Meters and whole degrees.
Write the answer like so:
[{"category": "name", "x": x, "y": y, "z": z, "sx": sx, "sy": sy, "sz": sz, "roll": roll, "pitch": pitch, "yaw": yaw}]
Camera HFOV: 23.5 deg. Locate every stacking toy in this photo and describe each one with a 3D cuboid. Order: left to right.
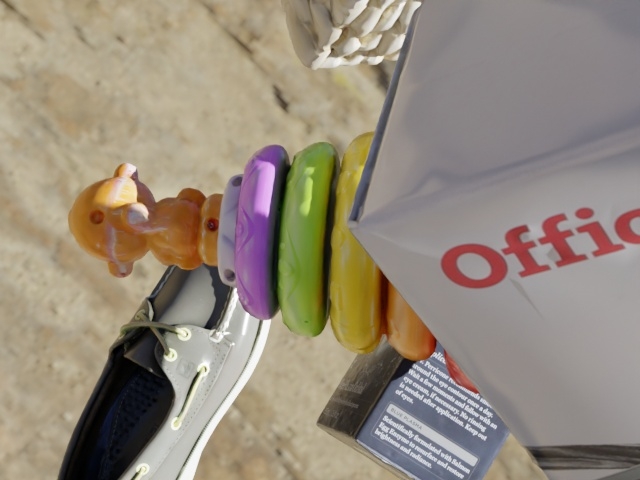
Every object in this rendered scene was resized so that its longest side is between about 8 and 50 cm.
[{"category": "stacking toy", "x": 0.000, "y": 0.000, "z": 0.904, "sx": 0.302, "sy": 0.175, "sz": 0.166, "roll": 4, "pitch": 1, "yaw": 6}]

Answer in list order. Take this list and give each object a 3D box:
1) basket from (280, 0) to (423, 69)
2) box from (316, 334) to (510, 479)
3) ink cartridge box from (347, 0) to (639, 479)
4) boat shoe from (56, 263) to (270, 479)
[{"category": "basket", "x": 0.107, "y": -0.291, "z": 0.805, "sx": 0.267, "sy": 0.328, "sz": 0.331, "roll": -13, "pitch": 76, "yaw": -23}, {"category": "box", "x": 0.085, "y": 0.091, "z": 1.075, "sx": 0.093, "sy": 0.158, "sz": 0.156, "roll": 33, "pitch": -8, "yaw": -7}, {"category": "ink cartridge box", "x": 0.241, "y": 0.034, "z": 0.667, "sx": 0.395, "sy": 0.286, "sz": 0.166, "roll": 50, "pitch": 38, "yaw": -29}, {"category": "boat shoe", "x": -0.133, "y": 0.115, "z": 1.314, "sx": 0.109, "sy": 0.305, "sz": 0.091, "roll": 22, "pitch": -3, "yaw": 33}]
